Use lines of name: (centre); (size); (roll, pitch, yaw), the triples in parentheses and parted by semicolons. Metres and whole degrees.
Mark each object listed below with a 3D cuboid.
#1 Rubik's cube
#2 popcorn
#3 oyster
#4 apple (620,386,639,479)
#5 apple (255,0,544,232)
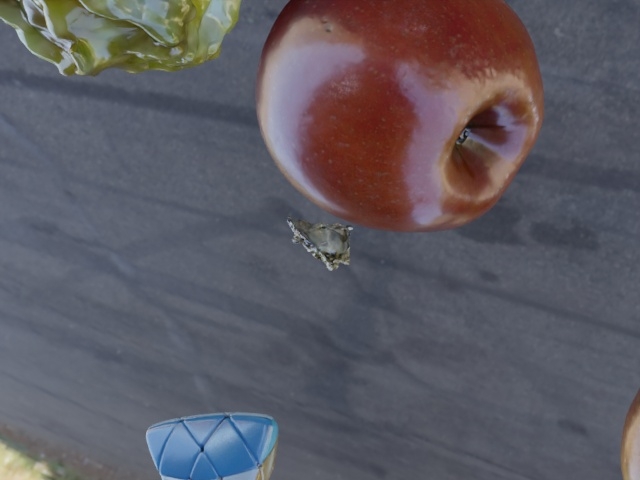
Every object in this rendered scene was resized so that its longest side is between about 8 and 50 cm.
Rubik's cube: (-0.205, 0.410, 1.674); (0.254, 0.254, 0.254); (21, 154, 11)
popcorn: (-0.221, -0.316, 0.973); (0.292, 0.293, 0.334); (35, 146, 5)
oyster: (-0.002, -0.003, 1.521); (0.108, 0.053, 0.166); (18, -166, -8)
apple: (0.409, 0.196, 0.914); (0.253, 0.254, 0.253); (21, 154, 11)
apple: (0.062, -0.114, 0.775); (0.201, 0.218, 0.218); (38, 166, 38)
